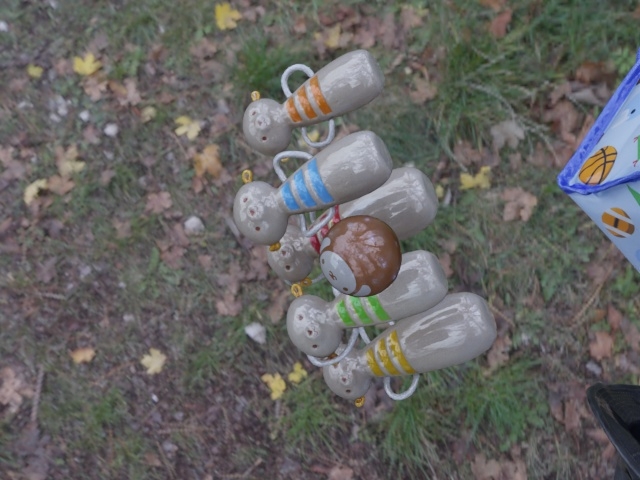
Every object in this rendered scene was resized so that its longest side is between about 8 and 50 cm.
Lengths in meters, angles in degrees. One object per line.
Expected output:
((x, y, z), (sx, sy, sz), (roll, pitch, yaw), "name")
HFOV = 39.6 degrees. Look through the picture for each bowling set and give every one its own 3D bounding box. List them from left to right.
((0.000, 0.000, 0.662), (0.154, 0.200, 0.287), (-25, 87, 21), "bowling set")

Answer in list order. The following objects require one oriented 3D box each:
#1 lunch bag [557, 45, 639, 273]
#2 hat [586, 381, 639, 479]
((0.507, -0.103, 1.025), (0.385, 0.328, 0.239), (-54, 22, -17), "lunch bag")
((0.485, 0.337, 1.206), (0.331, 0.331, 0.134), (39, 118, 34), "hat")
